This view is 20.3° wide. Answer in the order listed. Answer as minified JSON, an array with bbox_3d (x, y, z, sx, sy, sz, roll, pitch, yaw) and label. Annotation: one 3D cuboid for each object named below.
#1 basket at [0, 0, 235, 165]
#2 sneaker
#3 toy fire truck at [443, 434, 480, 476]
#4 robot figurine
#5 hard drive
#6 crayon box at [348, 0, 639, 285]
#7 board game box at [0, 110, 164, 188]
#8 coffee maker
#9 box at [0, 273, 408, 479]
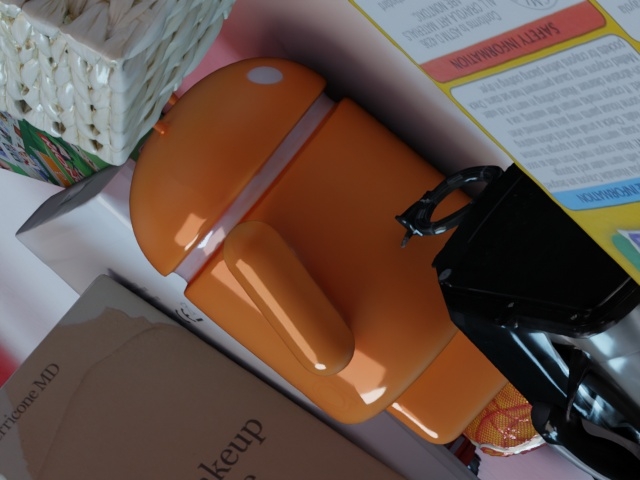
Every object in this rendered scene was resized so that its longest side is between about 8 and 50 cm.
[{"bbox_3d":[-0.074,-0.123,0.649,0.103,0.167,0.113,32,161,5],"label":"basket"},{"bbox_3d":[0.119,0.073,0.942,0.067,0.064,0.175,60,154,-2],"label":"sneaker"},{"bbox_3d":[0.041,0.134,1.223,0.135,0.047,0.192,33,161,14],"label":"toy fire truck"},{"bbox_3d":[0.000,0.000,0.857,0.219,0.158,0.128,40,145,-3],"label":"robot figurine"},{"bbox_3d":[-0.043,0.078,1.111,0.307,0.040,0.203,43,160,-13],"label":"hard drive"},{"bbox_3d":[0.131,-0.059,0.544,0.323,0.083,0.203,44,161,-14],"label":"crayon box"},{"bbox_3d":[-0.225,-0.147,1.059,0.213,0.046,0.317,16,151,47],"label":"board game box"},{"bbox_3d":[0.144,0.046,0.758,0.178,0.120,0.171,49,-177,-26],"label":"coffee maker"},{"bbox_3d":[-0.047,0.172,1.052,0.311,0.148,0.121,32,158,16],"label":"box"}]
